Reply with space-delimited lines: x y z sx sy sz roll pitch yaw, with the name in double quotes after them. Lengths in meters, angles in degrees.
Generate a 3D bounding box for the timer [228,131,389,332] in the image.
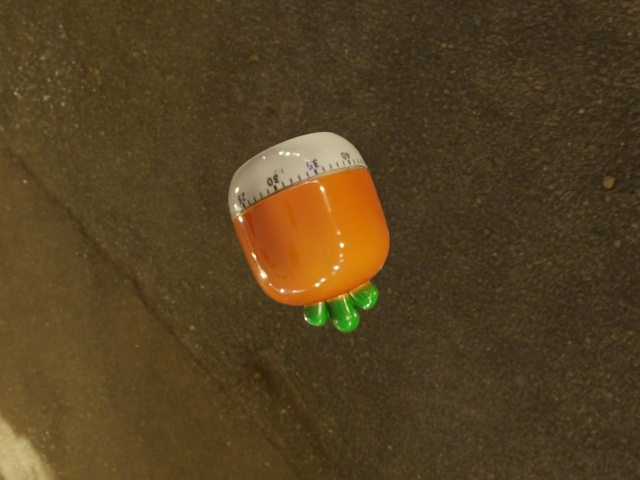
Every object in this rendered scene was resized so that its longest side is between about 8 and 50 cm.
0.000 0.000 0.411 0.099 0.136 0.136 -28 84 7 "timer"
